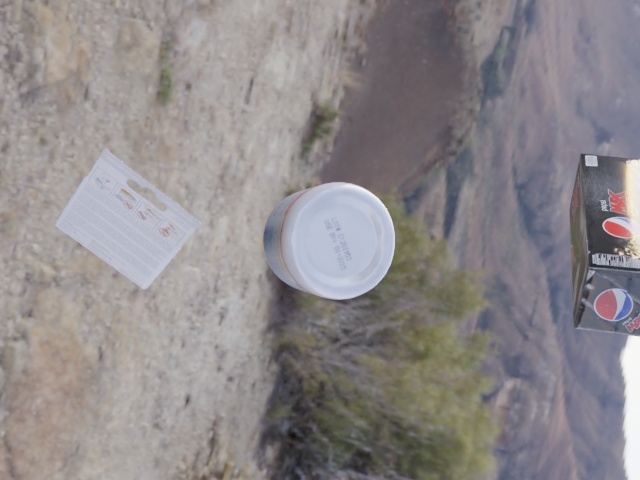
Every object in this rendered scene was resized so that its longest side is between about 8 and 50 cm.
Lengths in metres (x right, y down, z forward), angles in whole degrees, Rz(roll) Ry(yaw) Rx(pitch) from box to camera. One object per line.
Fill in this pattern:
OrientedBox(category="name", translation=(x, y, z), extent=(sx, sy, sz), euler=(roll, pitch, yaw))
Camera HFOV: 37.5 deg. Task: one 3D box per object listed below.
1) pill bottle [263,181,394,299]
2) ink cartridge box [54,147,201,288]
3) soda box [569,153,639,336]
OrientedBox(category="pill bottle", translation=(0.000, 0.000, 0.764), extent=(0.160, 0.087, 0.087), euler=(-179, -76, -78))
OrientedBox(category="ink cartridge box", translation=(-0.288, -0.039, 1.443), extent=(0.224, 0.181, 0.056), euler=(-44, -168, 44))
OrientedBox(category="soda box", translation=(0.222, -0.001, 0.720), extent=(0.169, 0.053, 0.060), euler=(-69, 164, -55))
